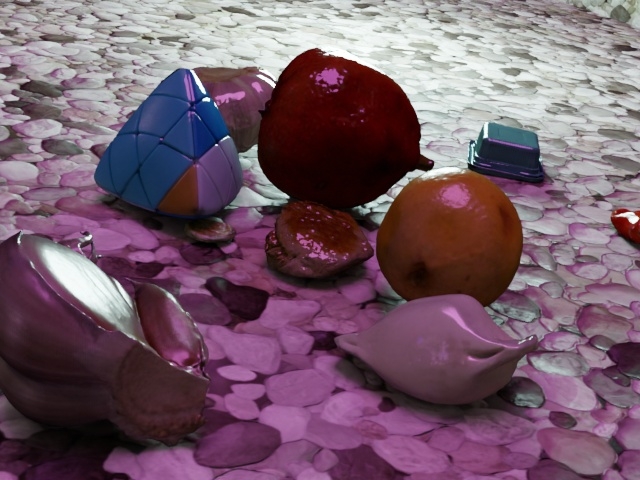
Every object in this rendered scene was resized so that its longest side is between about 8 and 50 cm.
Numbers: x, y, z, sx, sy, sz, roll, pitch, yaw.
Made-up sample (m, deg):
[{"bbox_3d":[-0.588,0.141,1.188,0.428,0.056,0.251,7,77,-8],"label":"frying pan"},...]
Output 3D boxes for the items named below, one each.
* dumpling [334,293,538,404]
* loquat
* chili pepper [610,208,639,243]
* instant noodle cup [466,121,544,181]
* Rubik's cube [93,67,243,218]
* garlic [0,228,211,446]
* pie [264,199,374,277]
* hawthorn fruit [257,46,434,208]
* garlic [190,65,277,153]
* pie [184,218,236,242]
[{"bbox_3d":[0.150,0.132,1.271,0.252,0.131,0.179,-6,-3,23],"label":"dumpling"},{"bbox_3d":[0.180,0.003,1.435,0.208,0.208,0.208,7,23,-3],"label":"loquat"},{"bbox_3d":[0.556,-0.029,1.827,0.059,0.050,0.191,-11,18,-3],"label":"chili pepper"},{"bbox_3d":[0.382,-0.185,2.110,0.157,0.070,0.179,12,22,4],"label":"instant noodle cup"},{"bbox_3d":[-0.248,-0.104,1.628,0.254,0.254,0.254,7,23,-3],"label":"Rubik's cube"},{"bbox_3d":[-0.243,0.088,1.112,0.237,0.210,0.292,-20,44,-36],"label":"garlic"},{"bbox_3d":[0.000,0.000,1.551,0.163,0.079,0.193,11,24,-3],"label":"pie"},{"bbox_3d":[0.044,-0.171,1.753,0.307,0.265,0.265,22,21,-11],"label":"hawthorn fruit"},{"bbox_3d":[-0.182,-0.242,1.949,0.228,0.152,0.228,-4,34,3],"label":"garlic"},{"bbox_3d":[-0.170,-0.013,1.591,0.084,0.021,0.084,9,20,-3],"label":"pie"}]
